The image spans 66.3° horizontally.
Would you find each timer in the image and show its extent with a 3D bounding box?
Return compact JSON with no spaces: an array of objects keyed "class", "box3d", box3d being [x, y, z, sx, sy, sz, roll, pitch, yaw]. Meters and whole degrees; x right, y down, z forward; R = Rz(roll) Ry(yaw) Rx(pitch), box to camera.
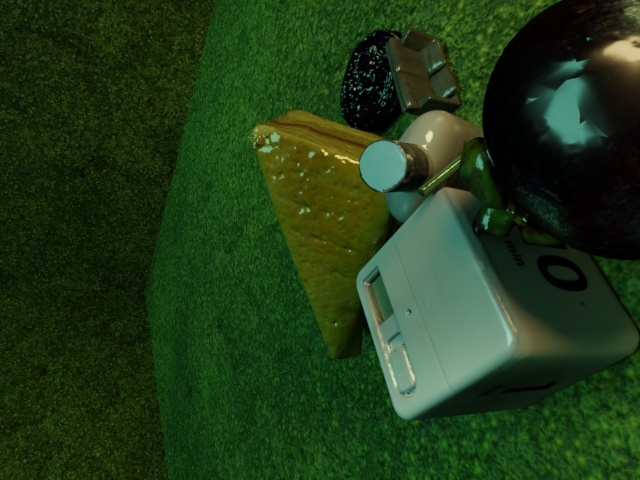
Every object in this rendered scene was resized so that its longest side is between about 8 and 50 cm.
[{"class":"timer","box3d":[0.185,0.076,0.559,0.194,0.195,0.192,-54,41,43]}]

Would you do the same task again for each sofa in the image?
[{"class":"sofa","box3d":[0.162,-0.268,0.776,0.060,0.085,0.147,-45,47,53]}]

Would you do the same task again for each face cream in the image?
[{"class":"face cream","box3d":[0.133,-0.085,0.601,0.071,0.291,0.143,24,109,26]}]

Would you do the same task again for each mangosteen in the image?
[{"class":"mangosteen","box3d":[0.229,-0.075,0.392,0.216,0.216,0.215,-18,69,59]}]

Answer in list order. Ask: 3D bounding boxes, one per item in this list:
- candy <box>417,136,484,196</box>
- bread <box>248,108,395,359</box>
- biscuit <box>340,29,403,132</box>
[{"class":"candy","box3d":[0.225,-0.137,0.498,0.305,0.083,0.091,-39,65,-2]},{"class":"bread","box3d":[0.000,0.000,0.817,0.233,0.245,0.361,-56,-17,-65]},{"class":"biscuit","box3d":[0.101,-0.299,0.923,0.195,0.053,0.194,-15,73,59]}]
